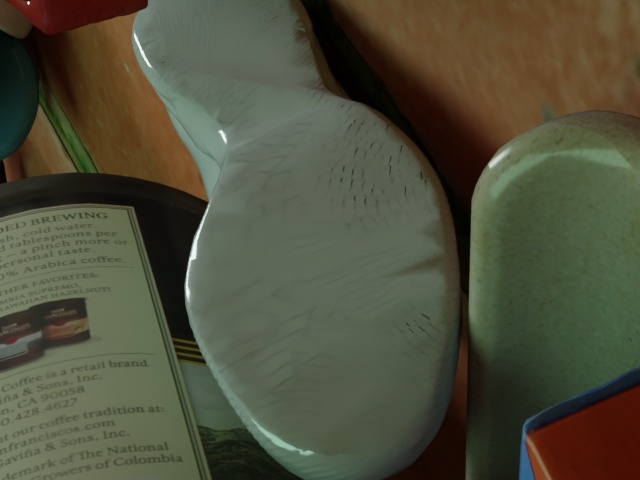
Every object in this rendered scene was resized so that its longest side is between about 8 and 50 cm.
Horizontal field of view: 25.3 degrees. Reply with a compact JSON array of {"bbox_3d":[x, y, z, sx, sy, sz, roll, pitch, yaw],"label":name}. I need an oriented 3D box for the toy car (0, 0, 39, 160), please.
[{"bbox_3d":[-0.222,-0.107,0.800,0.182,0.159,0.136,46,-175,40],"label":"toy car"}]

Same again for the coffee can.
[{"bbox_3d":[-0.071,0.128,0.483,0.275,0.201,0.201,-116,14,-57],"label":"coffee can"}]

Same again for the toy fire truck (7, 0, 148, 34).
[{"bbox_3d":[-0.055,-0.145,0.354,0.192,0.135,0.047,53,155,28],"label":"toy fire truck"}]

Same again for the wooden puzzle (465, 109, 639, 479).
[{"bbox_3d":[0.129,0.185,0.323,0.348,0.080,0.322,48,153,40],"label":"wooden puzzle"}]

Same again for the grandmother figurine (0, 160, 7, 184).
[{"bbox_3d":[-0.218,0.024,0.964,0.342,0.104,0.208,24,106,63],"label":"grandmother figurine"}]

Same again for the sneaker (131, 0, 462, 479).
[{"bbox_3d":[0.000,0.000,0.454,0.094,0.080,0.212,66,-176,-46],"label":"sneaker"}]
